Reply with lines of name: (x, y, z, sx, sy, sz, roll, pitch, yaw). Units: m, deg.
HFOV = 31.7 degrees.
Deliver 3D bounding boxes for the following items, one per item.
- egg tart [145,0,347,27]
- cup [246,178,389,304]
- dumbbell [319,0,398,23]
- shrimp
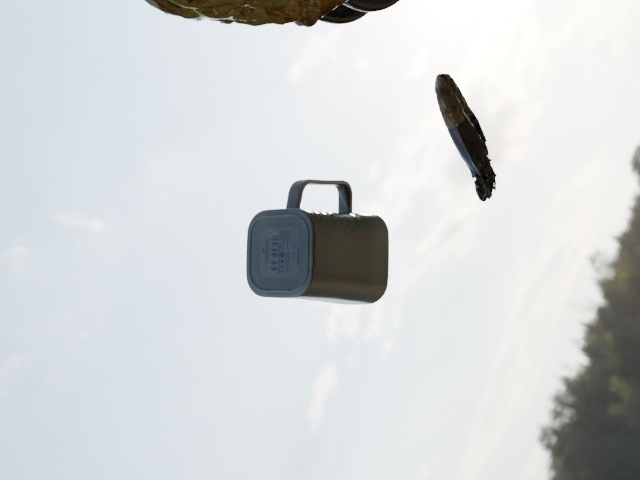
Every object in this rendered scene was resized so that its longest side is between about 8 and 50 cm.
egg tart: (-0.059, -0.316, 0.788, 0.341, 0.129, 0.341, -16, -58, -28)
cup: (0.000, 0.000, 1.137, 0.129, 0.095, 0.128, 6, -95, -52)
dumbbell: (0.052, -0.481, 1.963, 0.192, 0.192, 0.290, -65, 19, -7)
shrimp: (0.181, -0.127, 1.348, 0.091, 0.034, 0.161, -17, -96, -61)
